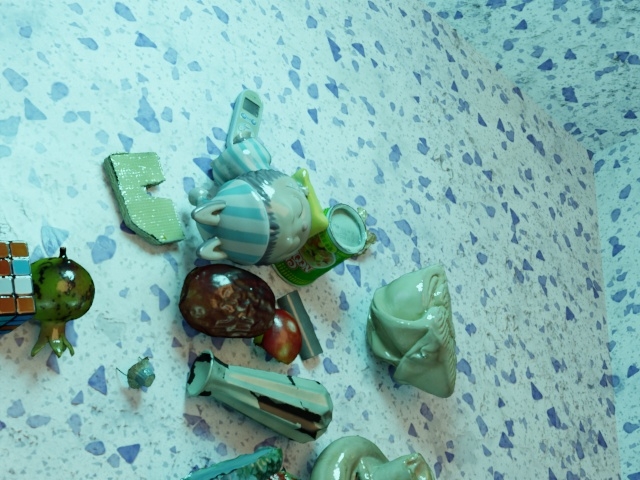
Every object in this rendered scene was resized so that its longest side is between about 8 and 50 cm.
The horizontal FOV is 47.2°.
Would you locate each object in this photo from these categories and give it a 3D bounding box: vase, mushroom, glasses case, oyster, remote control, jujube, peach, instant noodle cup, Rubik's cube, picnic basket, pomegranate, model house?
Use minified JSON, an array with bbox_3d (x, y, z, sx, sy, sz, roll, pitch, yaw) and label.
[{"bbox_3d":[-0.141,0.378,1.787,0.360,0.165,0.165,27,53,-29],"label":"vase"},{"bbox_3d":[0.131,0.624,1.820,0.292,0.290,0.292,27,50,-36],"label":"mushroom"},{"bbox_3d":[-0.054,0.233,2.021,0.072,0.042,0.190,-18,83,-55],"label":"glasses case"},{"bbox_3d":[0.105,-0.035,2.281,0.163,0.081,0.191,28,49,-27],"label":"oyster"},{"bbox_3d":[-0.221,-0.338,2.135,0.087,0.047,0.244,28,53,-28],"label":"remote control"},{"bbox_3d":[-0.226,0.151,1.792,0.243,0.183,0.183,18,59,-31],"label":"jujube"},{"bbox_3d":[-0.105,0.251,1.918,0.151,0.151,0.118,42,91,-21],"label":"peach"},{"bbox_3d":[0.000,0.000,2.044,0.207,0.233,0.207,22,56,-36],"label":"instant noodle cup"},{"bbox_3d":[-0.659,0.095,1.416,0.151,0.154,0.155,-1,70,-43],"label":"Rubik's cube"},{"bbox_3d":[-0.406,0.293,1.639,0.083,0.083,0.065,26,36,26],"label":"picnic basket"},{"bbox_3d":[-0.544,0.134,1.513,0.156,0.156,0.220,6,66,-42],"label":"pomegranate"},{"bbox_3d":[-0.180,0.593,1.554,0.226,0.261,0.241,-10,77,-46],"label":"model house"}]

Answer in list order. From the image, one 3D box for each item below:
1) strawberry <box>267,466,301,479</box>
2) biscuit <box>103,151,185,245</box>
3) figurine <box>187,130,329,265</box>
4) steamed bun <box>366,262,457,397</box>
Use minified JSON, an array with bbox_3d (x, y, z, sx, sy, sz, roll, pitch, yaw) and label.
[{"bbox_3d":[-0.117,0.604,1.713,0.131,0.131,0.148,28,51,-32],"label":"strawberry"},{"bbox_3d":[-0.432,-0.103,1.812,0.147,0.046,0.250,-14,80,-48],"label":"biscuit"},{"bbox_3d":[-0.203,-0.109,1.819,0.361,0.266,0.378,51,19,14],"label":"figurine"},{"bbox_3d":[0.264,0.259,2.162,0.342,0.255,0.367,-69,150,-59],"label":"steamed bun"}]
